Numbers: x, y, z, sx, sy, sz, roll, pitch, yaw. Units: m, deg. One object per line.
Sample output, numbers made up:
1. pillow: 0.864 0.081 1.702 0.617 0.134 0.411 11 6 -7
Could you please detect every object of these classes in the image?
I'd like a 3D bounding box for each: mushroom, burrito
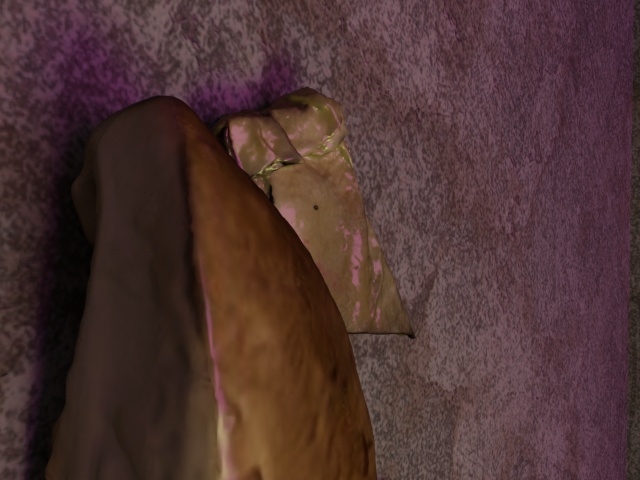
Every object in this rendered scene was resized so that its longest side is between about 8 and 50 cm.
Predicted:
1. mushroom: -0.061 0.090 0.562 0.314 0.224 0.397 -1 91 -51
2. burrito: -0.009 0.007 0.729 0.175 0.107 0.347 -36 119 -29
